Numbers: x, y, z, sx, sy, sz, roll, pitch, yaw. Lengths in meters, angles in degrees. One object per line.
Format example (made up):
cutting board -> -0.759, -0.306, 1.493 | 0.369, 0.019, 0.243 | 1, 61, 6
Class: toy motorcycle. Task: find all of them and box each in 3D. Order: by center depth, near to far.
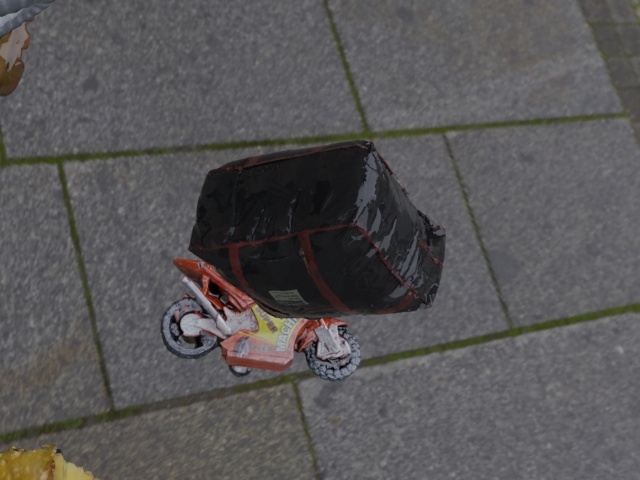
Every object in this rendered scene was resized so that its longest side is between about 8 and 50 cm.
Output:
toy motorcycle -> -0.083, 0.115, 1.385 | 0.298, 0.089, 0.171 | 10, 72, -4

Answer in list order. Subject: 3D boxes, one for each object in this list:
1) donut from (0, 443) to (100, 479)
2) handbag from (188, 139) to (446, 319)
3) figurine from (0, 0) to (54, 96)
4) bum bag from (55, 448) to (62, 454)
donut -> -0.244, 0.212, 0.541 | 0.259, 0.101, 0.152 | -10, 61, 20
handbag -> 0.000, 0.000, 0.906 | 0.169, 0.215, 0.155 | 38, 56, -44
figurine -> -0.348, -0.119, 0.463 | 0.382, 0.261, 0.186 | -2, 103, -44
bum bag -> -0.393, 0.370, 1.270 | 0.060, 0.232, 0.106 | 30, 38, -10
